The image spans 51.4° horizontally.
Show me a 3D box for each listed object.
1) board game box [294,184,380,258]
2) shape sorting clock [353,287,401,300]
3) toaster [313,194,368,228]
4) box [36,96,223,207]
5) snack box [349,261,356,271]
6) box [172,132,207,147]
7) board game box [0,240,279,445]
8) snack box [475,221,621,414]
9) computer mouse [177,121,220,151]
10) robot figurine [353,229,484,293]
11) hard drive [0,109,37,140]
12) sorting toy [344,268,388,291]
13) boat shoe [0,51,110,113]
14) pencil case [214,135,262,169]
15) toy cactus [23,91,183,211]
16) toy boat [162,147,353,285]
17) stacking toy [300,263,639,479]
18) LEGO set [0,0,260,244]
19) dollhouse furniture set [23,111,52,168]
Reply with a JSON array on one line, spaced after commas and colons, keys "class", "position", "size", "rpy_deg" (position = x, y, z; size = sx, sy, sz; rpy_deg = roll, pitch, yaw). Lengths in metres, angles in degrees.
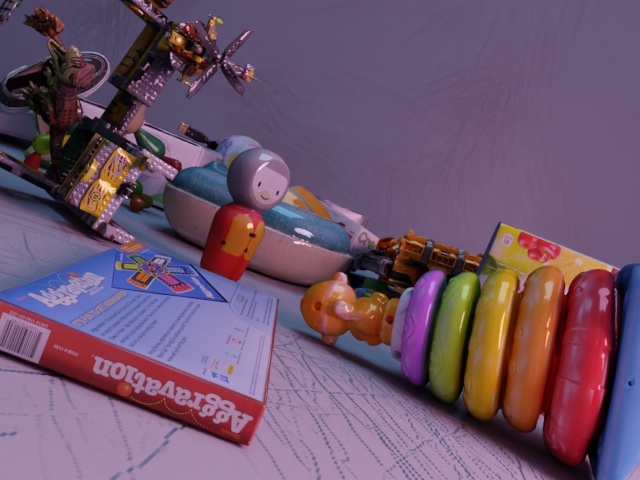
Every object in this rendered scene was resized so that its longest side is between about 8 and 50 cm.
[{"class": "board game box", "position": [0.087, 0.019, 1.197], "size": [0.305, 0.053, 0.193], "rpy_deg": [33, 2, -45]}, {"class": "shape sorting clock", "position": [0.141, 0.107, 0.913], "size": [0.206, 0.040, 0.206], "rpy_deg": [22, 4, -2]}, {"class": "toaster", "position": [0.027, -0.038, 1.672], "size": [0.186, 0.110, 0.168], "rpy_deg": [22, 5, -9]}, {"class": "box", "position": [-0.328, -0.154, 1.181], "size": [0.262, 0.126, 0.231], "rpy_deg": [22, 5, -3]}, {"class": "snack box", "position": [0.000, 0.000, 1.320], "size": [0.178, 0.022, 0.064], "rpy_deg": [44, 20, 32]}, {"class": "box", "position": [-0.282, -0.163, 1.582], "size": [0.181, 0.119, 0.182], "rpy_deg": [26, 7, 42]}, {"class": "board game box", "position": [-0.102, 0.051, 0.460], "size": [0.145, 0.027, 0.281], "rpy_deg": [23, 4, -4]}, {"class": "snack box", "position": [0.257, 0.098, 0.721], "size": [0.207, 0.174, 0.070], "rpy_deg": [24, 8, 11]}, {"class": "computer mouse", "position": [-0.324, -0.193, 1.379], "size": [0.262, 0.184, 0.060], "rpy_deg": [21, -35, -14]}, {"class": "robot figurine", "position": [0.154, 0.043, 0.928], "size": [0.211, 0.085, 0.291], "rpy_deg": [19, -1, 6]}, {"class": "hard drive", "position": [-0.624, -0.257, 1.254], "size": [0.233, 0.047, 0.353], "rpy_deg": [13, 12, -26]}, {"class": "sorting toy", "position": [-0.033, 0.017, 1.092], "size": [0.348, 0.047, 0.196], "rpy_deg": [22, 4, -1]}, {"class": "boat shoe", "position": [-0.447, -0.277, 1.138], "size": [0.070, 0.219, 0.077], "rpy_deg": [-21, -76, 49]}, {"class": "pencil case", "position": [-0.134, -0.108, 1.298], "size": [0.124, 0.113, 0.273], "rpy_deg": [57, 1, -36]}, {"class": "toy cactus", "position": [-0.290, -0.138, 0.943], "size": [0.219, 0.180, 0.112], "rpy_deg": [16, 27, -21]}, {"class": "toy boat", "position": [-0.076, -0.034, 0.834], "size": [0.268, 0.148, 0.318], "rpy_deg": [23, 4, 0]}, {"class": "stacking toy", "position": [0.124, 0.085, 0.580], "size": [0.302, 0.175, 0.166], "rpy_deg": [9, -1, 19]}, {"class": "LEGO set", "position": [-0.231, -0.154, 0.671], "size": [0.192, 0.331, 0.255], "rpy_deg": [29, -13, 45]}, {"class": "dollhouse furniture set", "position": [-0.404, -0.172, 0.973], "size": [0.059, 0.076, 0.151], "rpy_deg": [25, -38, 5]}]
